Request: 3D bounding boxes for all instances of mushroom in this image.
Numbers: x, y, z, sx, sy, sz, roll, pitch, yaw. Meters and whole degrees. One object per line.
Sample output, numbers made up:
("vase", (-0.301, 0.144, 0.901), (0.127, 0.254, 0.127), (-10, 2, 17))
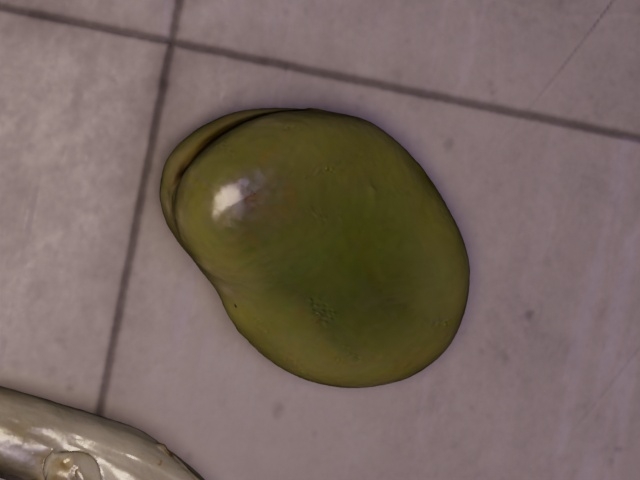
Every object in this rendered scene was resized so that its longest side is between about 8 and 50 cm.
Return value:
("mushroom", (-0.203, 0.162, 1.397), (0.278, 0.096, 0.099), (22, 46, -13))

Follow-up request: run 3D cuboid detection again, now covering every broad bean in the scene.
("broad bean", (0.000, 0.000, 1.422), (0.263, 0.121, 0.189), (41, 81, -29))
